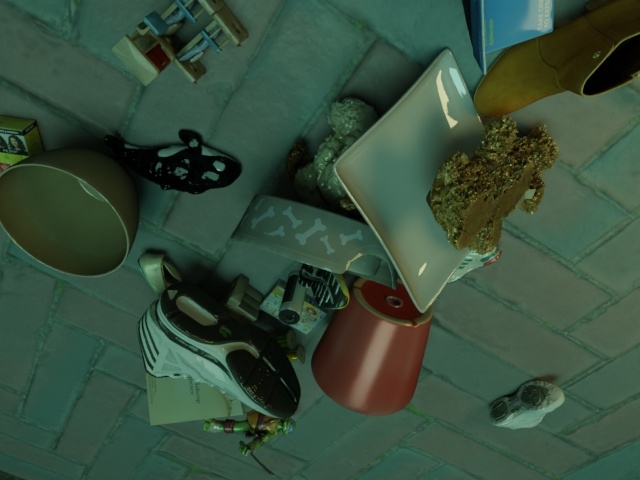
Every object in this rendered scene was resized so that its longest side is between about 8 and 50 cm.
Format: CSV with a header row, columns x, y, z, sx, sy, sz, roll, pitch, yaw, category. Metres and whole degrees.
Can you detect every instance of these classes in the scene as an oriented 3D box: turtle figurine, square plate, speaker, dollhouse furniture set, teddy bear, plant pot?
x,y,z,sx,sy,sz,roll,pitch,yaw,category
-0.212,0.526,1.535,0.266,0.274,0.198,8,94,9,turtle figurine
0.197,-0.105,0.935,0.049,0.344,0.347,10,141,53,square plate
-0.064,0.139,1.244,0.055,0.136,0.055,5,128,6,speaker
-0.230,-0.339,0.874,0.129,0.184,0.129,-29,118,27,dollhouse furniture set
0.308,-0.101,0.922,0.113,0.338,0.245,33,149,39,teddy bear
0.135,0.231,1.218,0.274,0.275,0.243,16,118,-3,plant pot
-0.513,-0.088,1.108,0.283,0.191,0.284,5,129,6,plant pot

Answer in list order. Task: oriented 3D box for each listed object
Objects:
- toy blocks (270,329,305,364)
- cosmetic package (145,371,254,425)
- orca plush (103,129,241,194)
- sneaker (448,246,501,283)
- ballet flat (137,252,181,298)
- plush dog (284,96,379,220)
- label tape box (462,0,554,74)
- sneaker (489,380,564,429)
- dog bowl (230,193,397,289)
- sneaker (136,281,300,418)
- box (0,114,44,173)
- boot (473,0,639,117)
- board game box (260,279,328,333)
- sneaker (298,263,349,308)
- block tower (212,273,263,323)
x,y,z,sx,sy,sz,roll,pitch,yaw,category
-0.132,0.310,1.440,0.148,0.054,0.123,-14,125,19,toy blocks
-0.343,0.434,1.488,0.309,0.113,0.160,-14,79,19,cosmetic package
-0.321,-0.155,1.082,0.287,0.102,0.151,22,127,-7,orca plush
0.322,0.036,1.162,0.161,0.057,0.075,-30,100,30,sneaker
-0.394,0.134,1.338,0.086,0.086,0.249,-6,125,14,ballet flat
0.045,-0.113,1.022,0.262,0.211,0.225,44,148,-20,plush dog
0.236,-0.396,0.649,0.115,0.348,0.249,-6,126,13,label tape box
0.590,0.465,1.428,0.115,0.090,0.232,28,136,-20,sneaker
0.000,0.000,1.027,0.348,0.349,0.102,17,88,-4,dog bowl
-0.269,0.308,1.305,0.447,0.169,0.257,44,130,-13,sneaker
-0.673,-0.162,1.164,0.087,0.058,0.232,9,128,2,box
0.378,-0.267,0.811,0.104,0.211,0.295,41,123,-20,boot
-0.071,0.176,1.343,0.154,0.026,0.103,31,126,-14,board game box
0.027,0.102,1.185,0.094,0.208,0.082,17,100,-26,sneaker
-0.288,0.226,1.378,0.097,0.091,0.335,38,124,-20,block tower
